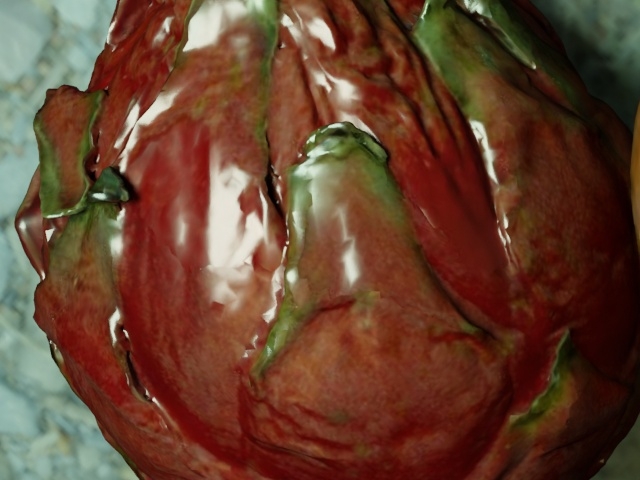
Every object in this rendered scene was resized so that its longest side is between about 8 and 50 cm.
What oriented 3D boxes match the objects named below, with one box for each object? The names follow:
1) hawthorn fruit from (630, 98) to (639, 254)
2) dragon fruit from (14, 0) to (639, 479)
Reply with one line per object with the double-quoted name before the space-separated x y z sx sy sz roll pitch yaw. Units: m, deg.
"hawthorn fruit" 0.229 -0.034 0.600 0.284 0.284 0.284 8 115 18
"dragon fruit" 0.000 0.000 0.712 0.244 0.244 0.299 -11 116 25
